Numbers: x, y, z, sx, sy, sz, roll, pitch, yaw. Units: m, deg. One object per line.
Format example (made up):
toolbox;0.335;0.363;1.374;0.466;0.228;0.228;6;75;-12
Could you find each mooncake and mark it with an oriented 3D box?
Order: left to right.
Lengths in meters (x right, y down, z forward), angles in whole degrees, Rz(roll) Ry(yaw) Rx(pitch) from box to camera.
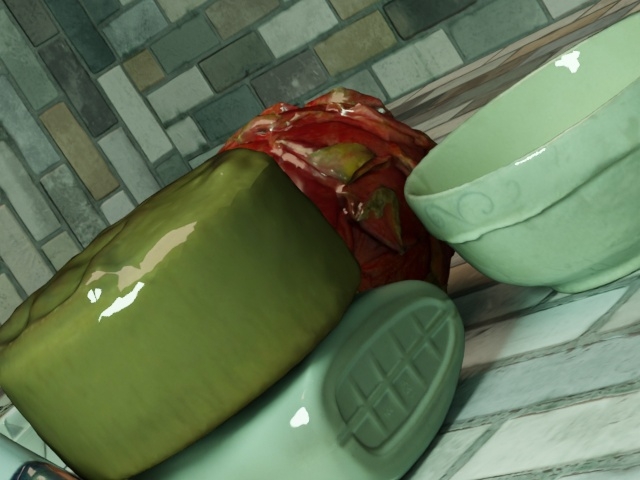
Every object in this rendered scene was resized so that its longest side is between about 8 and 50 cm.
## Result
mooncake;-0.119;0.052;1.328;0.284;0.155;0.284;-37;11;9

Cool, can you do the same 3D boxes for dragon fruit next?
dragon fruit;0.000;0.000;1.646;0.277;0.277;0.342;-27;24;35

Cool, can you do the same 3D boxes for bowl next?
bowl;0.236;-0.065;1.481;0.307;0.163;0.307;-32;9;6

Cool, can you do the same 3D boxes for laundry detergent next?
laundry detergent;-0.078;0.175;1.421;0.398;0.124;0.264;-29;11;36

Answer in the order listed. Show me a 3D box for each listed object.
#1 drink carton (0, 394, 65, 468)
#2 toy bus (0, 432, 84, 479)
drink carton;-0.329;0.210;2.201;0.131;0.106;0.315;-28;11;39
toy bus;-0.273;0.239;1.306;0.194;0.288;0.232;-59;-10;-9
